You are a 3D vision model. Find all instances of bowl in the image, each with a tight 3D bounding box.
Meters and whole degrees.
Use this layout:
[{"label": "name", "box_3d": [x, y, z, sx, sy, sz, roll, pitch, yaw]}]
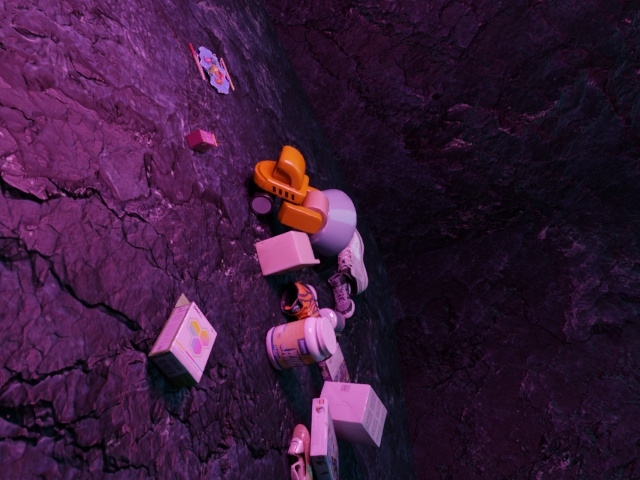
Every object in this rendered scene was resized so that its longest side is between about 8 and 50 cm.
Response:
[{"label": "bowl", "box_3d": [-0.010, -0.089, 1.980, 0.163, 0.311, 0.312, 7, 64, -48]}]

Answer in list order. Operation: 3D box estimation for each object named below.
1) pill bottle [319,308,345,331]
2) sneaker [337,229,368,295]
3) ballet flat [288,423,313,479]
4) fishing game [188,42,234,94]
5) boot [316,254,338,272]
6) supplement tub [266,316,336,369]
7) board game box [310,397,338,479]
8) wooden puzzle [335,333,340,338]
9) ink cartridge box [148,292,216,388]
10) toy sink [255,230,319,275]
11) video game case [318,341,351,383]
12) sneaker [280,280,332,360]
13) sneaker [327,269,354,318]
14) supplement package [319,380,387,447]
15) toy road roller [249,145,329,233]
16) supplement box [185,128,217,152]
[{"label": "pill bottle", "box_3d": [0.031, 0.349, 1.906, 0.180, 0.107, 0.108, 34, 41, -66]}, {"label": "sneaker", "box_3d": [0.160, 0.099, 2.494, 0.257, 0.168, 0.448, -27, 101, -76]}, {"label": "ballet flat", "box_3d": [-0.063, 0.665, 1.337, 0.067, 0.073, 0.206, 29, 40, -47]}, {"label": "fishing game", "box_3d": [-0.394, -0.644, 1.670, 0.264, 0.041, 0.189, -25, 94, -74]}, {"label": "boot", "box_3d": [0.000, 0.000, 2.144, 0.091, 0.263, 0.229, -9, 47, -41]}, {"label": "supplement tub", "box_3d": [-0.062, 0.334, 1.444, 0.144, 0.199, 0.145, -18, 90, -74]}, {"label": "board game box", "box_3d": [0.017, 0.693, 1.453, 0.193, 0.053, 0.306, -87, 169, -54]}, {"label": "wooden puzzle", "box_3d": [0.055, 0.439, 1.960, 0.014, 0.078, 0.116, 56, 16, 23]}, {"label": "ink cartridge box", "box_3d": [-0.301, 0.218, 1.015, 0.209, 0.062, 0.109, -82, 149, -58]}, {"label": "toy sink", "box_3d": [-0.118, 0.046, 1.655, 0.234, 0.152, 0.131, 7, 66, -72]}, {"label": "video game case", "box_3d": [0.066, 0.577, 1.901, 0.232, 0.041, 0.211, -30, 102, -74]}, {"label": "sneaker", "box_3d": [-0.063, 0.296, 1.651, 0.180, 0.124, 0.321, 31, 29, -59]}, {"label": "sneaker", "box_3d": [0.096, 0.266, 2.240, 0.269, 0.101, 0.153, -94, 159, -56]}, {"label": "supplement package", "box_3d": [0.119, 0.652, 1.664, 0.203, 0.194, 0.149, 60, 38, -37]}, {"label": "toy road roller", "box_3d": [-0.097, -0.201, 1.670, 0.329, 0.241, 0.203, 22, 35, -11]}, {"label": "supplement box", "box_3d": [-0.368, -0.308, 1.368, 0.083, 0.054, 0.043, -7, 78, -74]}]
